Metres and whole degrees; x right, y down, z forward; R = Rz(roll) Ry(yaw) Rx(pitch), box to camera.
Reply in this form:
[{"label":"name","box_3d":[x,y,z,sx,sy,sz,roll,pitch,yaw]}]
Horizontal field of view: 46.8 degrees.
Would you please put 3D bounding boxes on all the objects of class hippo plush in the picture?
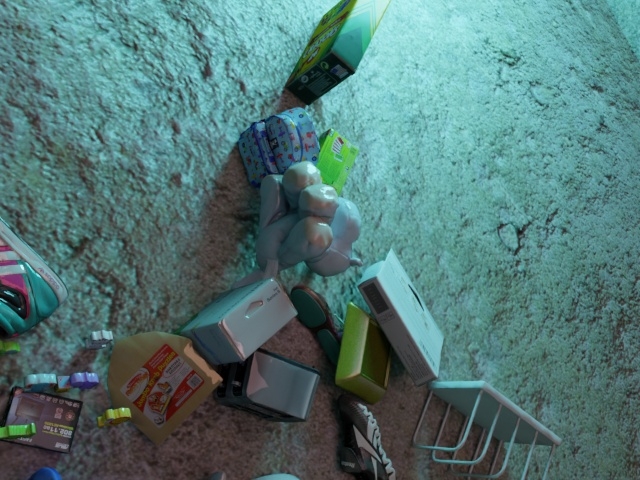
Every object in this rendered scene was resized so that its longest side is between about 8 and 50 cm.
[{"label":"hippo plush","box_3d":[0.000,0.000,1.556,0.236,0.234,0.294,17,85,-40]}]

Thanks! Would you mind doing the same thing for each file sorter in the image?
[{"label":"file sorter","box_3d":[0.382,0.473,1.736,0.277,0.192,0.173,38,62,-20]}]

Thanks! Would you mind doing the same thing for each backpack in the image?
[{"label":"backpack","box_3d":[-0.084,-0.204,1.616,0.116,0.173,0.158,-12,85,-36]}]

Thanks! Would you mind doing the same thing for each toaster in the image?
[{"label":"toaster","box_3d":[-0.105,0.288,1.471,0.185,0.168,0.110,26,67,-25]}]

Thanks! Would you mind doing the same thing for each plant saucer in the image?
[{"label":"plant saucer","box_3d":[0.110,0.254,1.653,0.188,0.045,0.189,39,54,-49]}]

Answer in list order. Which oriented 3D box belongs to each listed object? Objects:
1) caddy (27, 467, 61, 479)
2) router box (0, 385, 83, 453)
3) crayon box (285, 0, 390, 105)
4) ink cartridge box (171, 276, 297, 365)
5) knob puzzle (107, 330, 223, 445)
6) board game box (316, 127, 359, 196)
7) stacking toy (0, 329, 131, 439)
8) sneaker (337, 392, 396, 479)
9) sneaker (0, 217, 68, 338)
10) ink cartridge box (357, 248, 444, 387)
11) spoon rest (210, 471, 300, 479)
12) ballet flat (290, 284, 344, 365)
[{"label":"caddy","box_3d":[-0.432,0.530,1.136,0.179,0.241,0.342,24,64,-34]},{"label":"router box","box_3d":[-0.484,0.312,1.281,0.122,0.038,0.092,21,65,-28]},{"label":"crayon box","box_3d":[0.052,-0.494,1.775,0.081,0.202,0.319,37,58,-21]},{"label":"ink cartridge box","box_3d":[-0.169,0.161,1.431,0.154,0.212,0.093,-40,100,-35]},{"label":"knob puzzle","box_3d":[-0.312,0.256,1.393,0.213,0.030,0.213,1,86,-7]},{"label":"board game box","box_3d":[0.017,-0.166,1.755,0.092,0.043,0.181,35,60,-21]},{"label":"stacking toy","box_3d":[-0.448,0.245,1.278,0.221,0.052,0.167,3,58,-40]},{"label":"sneaker","box_3d":[0.081,0.448,1.600,0.106,0.078,0.234,-29,99,-37]},{"label":"sneaker","box_3d":[-0.589,0.058,1.237,0.295,0.123,0.178,46,47,-16]},{"label":"ink cartridge box","box_3d":[0.195,0.173,1.746,0.275,0.060,0.239,59,18,-6]},{"label":"spoon rest","box_3d":[-0.121,0.514,1.461,0.276,0.084,0.137,35,60,-37]},{"label":"ballet flat","box_3d":[0.009,0.178,1.643,0.222,0.076,0.079,57,36,-14]}]
